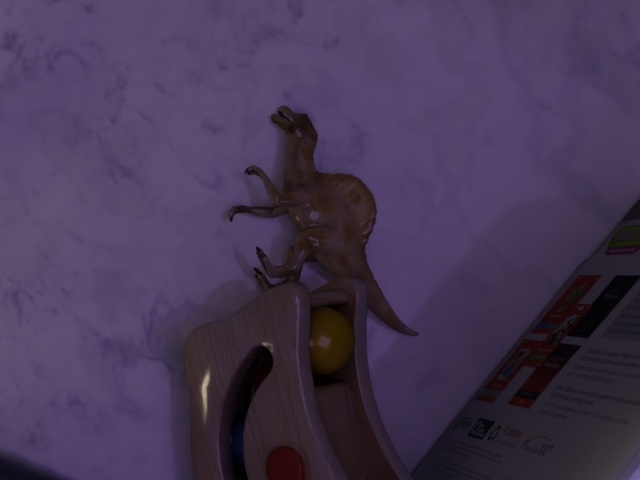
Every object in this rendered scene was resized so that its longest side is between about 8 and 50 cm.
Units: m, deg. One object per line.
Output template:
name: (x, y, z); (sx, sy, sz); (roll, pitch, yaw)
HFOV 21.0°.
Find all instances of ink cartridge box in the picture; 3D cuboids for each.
ink cartridge box: (0.221, 0.099, 1.064); (0.130, 0.309, 0.272); (41, 82, -9)

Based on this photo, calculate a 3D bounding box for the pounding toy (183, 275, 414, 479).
pounding toy: (-0.018, 0.161, 1.064); (0.155, 0.154, 0.269); (-4, 89, -55)

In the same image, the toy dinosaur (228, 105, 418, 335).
toy dinosaur: (0.000, 0.000, 1.151); (0.092, 0.053, 0.183); (-28, 94, -12)
